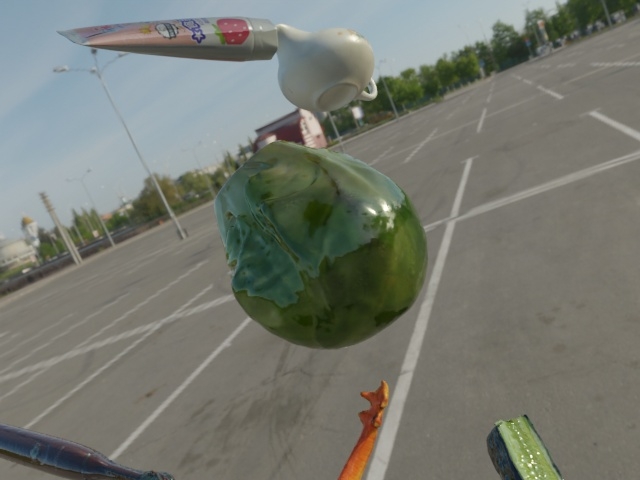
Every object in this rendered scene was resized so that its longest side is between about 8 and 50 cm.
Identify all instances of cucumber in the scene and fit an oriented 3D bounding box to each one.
[{"bbox_3d":[0.209,0.251,0.547,0.046,0.070,0.220,-51,27,20],"label":"cucumber"}]

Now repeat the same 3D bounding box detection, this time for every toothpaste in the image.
[{"bbox_3d":[-0.133,-0.187,0.534,0.194,0.043,0.067,-12,32,-32],"label":"toothpaste"}]

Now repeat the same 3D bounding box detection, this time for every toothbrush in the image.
[{"bbox_3d":[-0.289,0.246,0.650,0.364,0.041,0.041,-4,19,36],"label":"toothbrush"}]

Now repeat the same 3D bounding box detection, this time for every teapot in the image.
[{"bbox_3d":[0.016,-0.244,0.851,0.145,0.092,0.226,-30,-21,33],"label":"teapot"}]

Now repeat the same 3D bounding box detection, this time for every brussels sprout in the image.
[{"bbox_3d":[0.002,0.000,0.487,0.161,0.181,0.144,-33,-13,6],"label":"brussels sprout"}]

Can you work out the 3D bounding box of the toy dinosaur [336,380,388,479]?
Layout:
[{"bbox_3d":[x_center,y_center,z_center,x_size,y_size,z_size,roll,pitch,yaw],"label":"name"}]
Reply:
[{"bbox_3d":[-0.037,0.212,0.325,0.117,0.288,0.070,22,1,-43],"label":"toy dinosaur"}]
